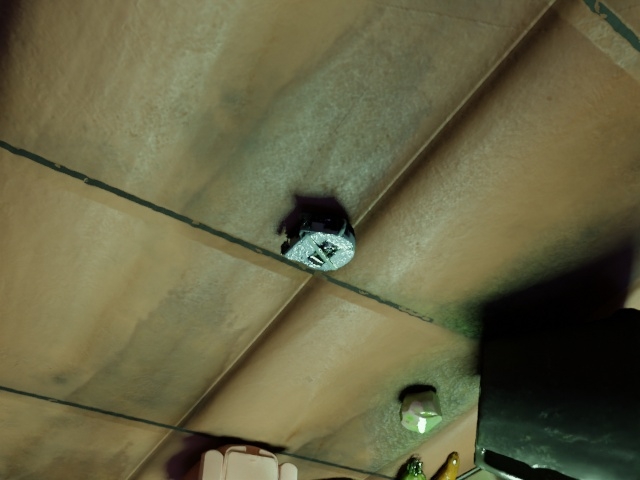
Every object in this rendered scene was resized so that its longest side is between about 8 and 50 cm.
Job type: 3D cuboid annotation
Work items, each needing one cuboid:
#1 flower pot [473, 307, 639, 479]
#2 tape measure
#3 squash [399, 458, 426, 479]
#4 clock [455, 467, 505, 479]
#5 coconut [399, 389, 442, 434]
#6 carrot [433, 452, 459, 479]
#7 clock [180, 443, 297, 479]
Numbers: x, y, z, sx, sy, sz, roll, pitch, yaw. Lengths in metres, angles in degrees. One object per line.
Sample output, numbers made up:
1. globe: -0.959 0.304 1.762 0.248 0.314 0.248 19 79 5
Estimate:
1. flower pot: 0.395 0.282 0.939 0.250 0.380 0.380 4 135 17
2. tape measure: 0.002 0.000 0.775 0.094 0.054 0.091 17 134 -19
3. squash: 0.223 0.635 1.365 0.080 0.071 0.319 -13 133 -2
4. clock: 0.403 0.641 1.395 0.146 0.071 0.192 28 123 -28
5. coconut: 0.196 0.338 1.091 0.082 0.081 0.083 -13 142 21
6. carrot: 0.299 0.575 1.342 0.047 0.047 0.191 4 129 -11
7. clock: -0.193 0.537 1.190 0.227 0.143 0.241 19 136 -22
